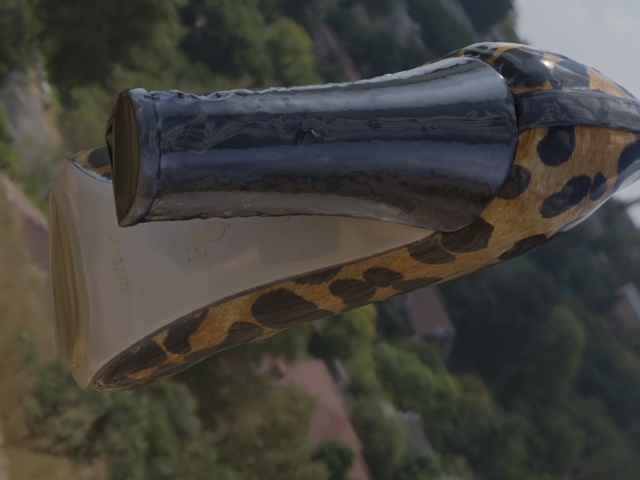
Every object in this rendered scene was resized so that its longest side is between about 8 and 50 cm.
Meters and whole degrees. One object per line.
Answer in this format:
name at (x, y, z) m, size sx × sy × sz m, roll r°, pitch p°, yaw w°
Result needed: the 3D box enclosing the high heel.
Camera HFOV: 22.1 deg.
high heel at (0.000, 0.000, 0.600) m, size 0.261 × 0.186 × 0.093 m, roll 140°, pitch -56°, yaw -68°
